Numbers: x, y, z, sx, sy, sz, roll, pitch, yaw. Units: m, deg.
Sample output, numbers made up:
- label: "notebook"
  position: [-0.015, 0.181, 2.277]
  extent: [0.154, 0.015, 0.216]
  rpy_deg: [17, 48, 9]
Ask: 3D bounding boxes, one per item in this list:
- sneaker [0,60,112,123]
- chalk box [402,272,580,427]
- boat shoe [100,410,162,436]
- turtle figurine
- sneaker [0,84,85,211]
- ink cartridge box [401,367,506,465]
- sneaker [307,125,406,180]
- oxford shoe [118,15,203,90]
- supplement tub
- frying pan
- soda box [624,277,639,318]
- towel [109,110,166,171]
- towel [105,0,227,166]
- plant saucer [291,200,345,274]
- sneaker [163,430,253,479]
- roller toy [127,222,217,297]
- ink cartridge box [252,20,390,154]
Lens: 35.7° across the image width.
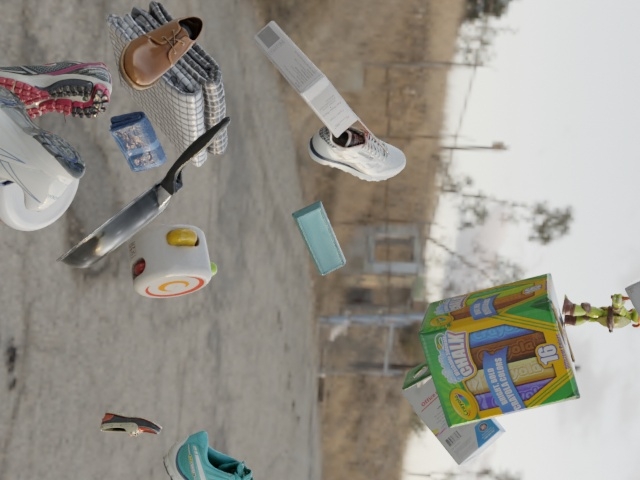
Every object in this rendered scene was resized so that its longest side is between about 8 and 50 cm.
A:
- label: "sneaker"
  position: [-0.600, -0.332, 2.147]
  extent: [0.121, 0.299, 0.112]
  rpy_deg: [99, -7, -49]
- label: "chalk box"
  position: [0.274, 0.190, 1.696]
  extent: [0.180, 0.288, 0.179]
  rpy_deg: [-51, 125, -72]
- label: "boat shoe"
  position: [-0.409, 0.403, 2.149]
  extent: [0.049, 0.137, 0.043]
  rpy_deg: [81, 22, -55]
- label: "turtle figurine"
  position: [0.733, 0.193, 2.541]
  extent: [0.269, 0.217, 0.087]
  rpy_deg: [38, 56, -65]
- label: "sneaker"
  position: [-0.532, -0.169, 1.656]
  extent: [0.129, 0.297, 0.111]
  rpy_deg: [-50, 165, 13]
- label: "ink cartridge box"
  position: [0.250, 0.324, 1.889]
  extent: [0.181, 0.104, 0.061]
  rpy_deg: [51, 9, 24]
- label: "sneaker"
  position: [0.092, -0.195, 2.160]
  extent: [0.095, 0.235, 0.090]
  rpy_deg: [-43, -135, 51]
- label: "oxford shoe"
  position: [-0.252, -0.309, 1.583]
  extent: [0.076, 0.076, 0.212]
  rpy_deg: [51, 37, -18]
- label: "supplement tub"
  position: [-0.613, -0.148, 1.892]
  extent: [0.191, 0.272, 0.191]
  rpy_deg: [-39, 143, -39]
- label: "frying pan"
  position: [-0.231, -0.062, 1.381]
  extent: [0.053, 0.326, 0.197]
  rpy_deg: [53, 8, -8]
- label: "soda box"
  position: [0.647, 0.063, 1.733]
  extent: [0.069, 0.216, 0.074]
  rpy_deg: [63, 25, 6]
- label: "towel"
  position: [-0.303, -0.163, 1.661]
  extent: [0.119, 0.067, 0.029]
  rpy_deg: [72, 6, -51]
- label: "towel"
  position: [-0.299, -0.321, 2.012]
  extent: [0.284, 0.121, 0.235]
  rpy_deg: [47, -21, 23]
- label: "plant saucer"
  position: [0.000, 0.000, 2.109]
  extent: [0.018, 0.067, 0.192]
  rpy_deg: [-118, -177, -47]
- label: "sneaker"
  position: [-0.163, 0.458, 1.808]
  extent: [0.275, 0.110, 0.107]
  rpy_deg: [48, 7, -19]
- label: "roller toy"
  position: [-0.365, 0.043, 2.398]
  extent: [0.209, 0.191, 0.146]
  rpy_deg: [54, 22, -70]
- label: "ink cartridge box"
  position: [-0.001, -0.303, 2.081]
  extent: [0.261, 0.066, 0.296]
  rpy_deg: [45, 6, -39]
